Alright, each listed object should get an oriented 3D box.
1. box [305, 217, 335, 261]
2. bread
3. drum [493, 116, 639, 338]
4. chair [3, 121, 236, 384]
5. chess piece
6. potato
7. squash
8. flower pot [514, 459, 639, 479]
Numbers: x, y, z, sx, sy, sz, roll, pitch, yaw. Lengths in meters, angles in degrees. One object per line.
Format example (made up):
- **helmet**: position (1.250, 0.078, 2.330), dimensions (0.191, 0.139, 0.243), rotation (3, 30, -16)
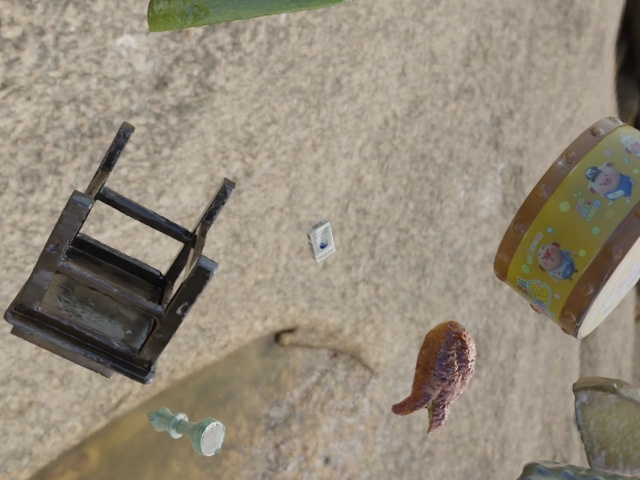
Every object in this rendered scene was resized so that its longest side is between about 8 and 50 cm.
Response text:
- **box**: position (0.000, 0.000, 1.765), dimensions (0.054, 0.024, 0.083), rotation (-33, 131, -25)
- **bread**: position (0.279, 0.321, 1.915), dimensions (0.095, 0.139, 0.269), rotation (50, 65, -84)
- **drum**: position (0.562, -0.027, 1.646), dimensions (0.431, 0.214, 0.431), rotation (-39, 152, -25)
- **chair**: position (-0.304, 0.086, 1.108), dimensions (0.416, 0.203, 0.241), rotation (-54, -162, 26)
- **chess piece**: position (-0.223, 0.294, 1.295), dimensions (0.059, 0.149, 0.059), rotation (-19, 115, -50)
- **potato**: position (0.678, 0.372, 1.689), dimensions (0.211, 0.264, 0.190), rotation (-13, 100, -55)
- **squash**: position (-0.088, -0.385, 1.147), dimensions (0.203, 0.288, 0.111), rotation (-66, 149, -57)
- **flower pot**: position (0.224, 0.297, 0.668), dimensions (0.189, 0.209, 0.239), rotation (39, 31, -65)
